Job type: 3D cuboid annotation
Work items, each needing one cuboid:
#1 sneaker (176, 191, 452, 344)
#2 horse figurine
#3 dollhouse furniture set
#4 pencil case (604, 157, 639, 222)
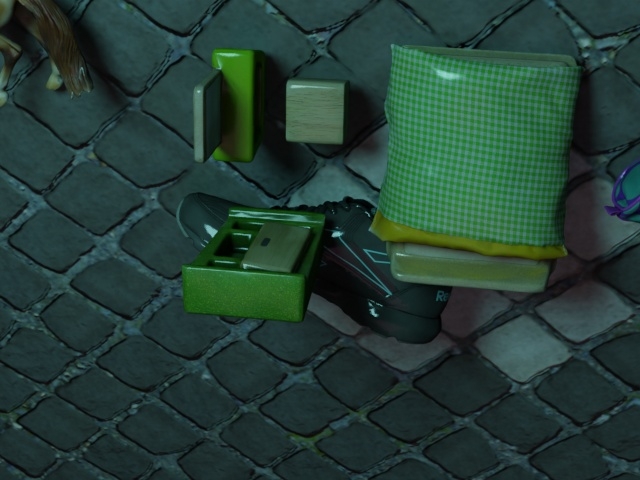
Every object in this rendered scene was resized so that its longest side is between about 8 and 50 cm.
[{"bbox_3d":[0.000,0.000,1.175,0.267,0.101,0.106,21,106,-1],"label":"sneaker"},{"bbox_3d":[-0.315,-0.190,1.071,0.263,0.066,0.174,8,139,8],"label":"horse figurine"},{"bbox_3d":[0.053,-0.047,1.016,0.302,0.151,0.197,4,109,8],"label":"dollhouse furniture set"},{"bbox_3d":[0.320,-0.011,1.094,0.152,0.064,0.070,35,105,-19],"label":"pencil case"}]
